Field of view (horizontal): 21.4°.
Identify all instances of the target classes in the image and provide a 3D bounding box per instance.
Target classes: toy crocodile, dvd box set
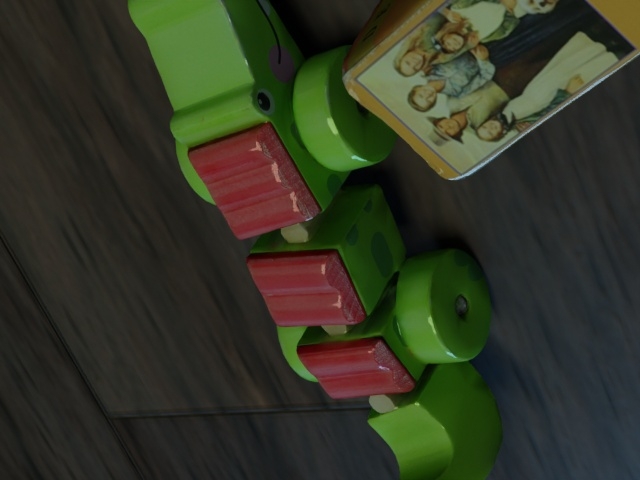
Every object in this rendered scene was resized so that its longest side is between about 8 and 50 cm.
[{"bbox_3d":[0.000,0.000,0.936,0.115,0.105,0.340,-10,120,35],"label":"toy crocodile"},{"bbox_3d":[0.199,-0.215,0.500,0.062,0.308,0.420,42,134,-11],"label":"dvd box set"}]
